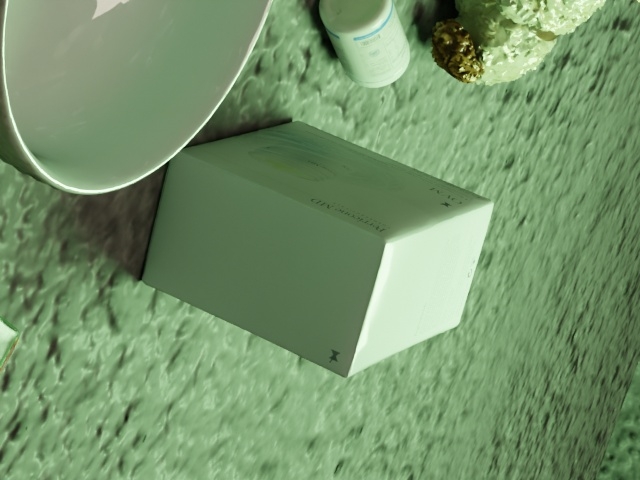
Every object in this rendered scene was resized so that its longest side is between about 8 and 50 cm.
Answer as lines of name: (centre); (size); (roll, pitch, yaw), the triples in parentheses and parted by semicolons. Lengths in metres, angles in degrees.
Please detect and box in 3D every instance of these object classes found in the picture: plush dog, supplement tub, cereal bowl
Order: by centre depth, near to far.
cereal bowl: (-0.162, -0.209, 1.336); (0.339, 0.141, 0.339); (-44, 147, -39)
supplement tub: (0.043, -0.202, 1.849); (0.071, 0.071, 0.107); (-59, 156, -16)
plush dog: (0.224, -0.261, 2.062); (0.225, 0.210, 0.262); (-53, 165, 31)

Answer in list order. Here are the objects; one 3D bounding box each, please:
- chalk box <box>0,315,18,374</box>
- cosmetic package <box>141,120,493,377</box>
chalk box: (-0.306, 0.077, 1.308); (0.132, 0.132, 0.213); (-62, 156, -13)
cosmetic package: (0.000, 0.000, 1.751); (0.225, 0.224, 0.138); (-22, 131, -58)
